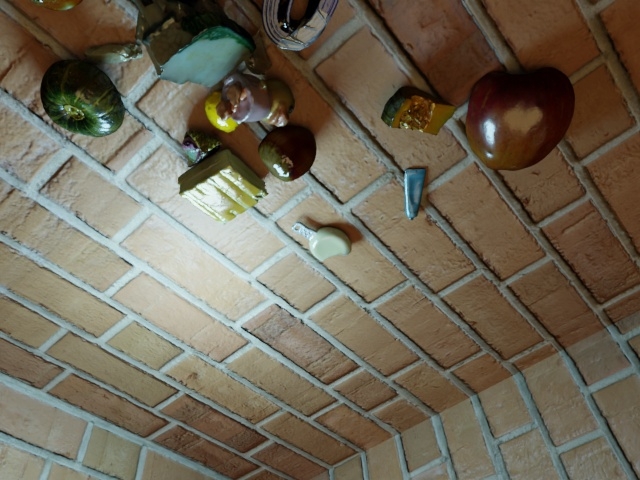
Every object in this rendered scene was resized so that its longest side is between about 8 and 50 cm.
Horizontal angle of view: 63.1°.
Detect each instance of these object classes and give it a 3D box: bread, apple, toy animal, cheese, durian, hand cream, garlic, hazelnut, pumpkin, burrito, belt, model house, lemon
[{"bbox_3d":[-0.350,-0.191,1.912,0.239,0.111,0.246,-27,140,18],"label":"bread"},{"bbox_3d":[0.697,-0.426,1.841,0.329,0.295,0.364,25,130,24],"label":"apple"},{"bbox_3d":[-0.195,-0.451,1.683,0.281,0.168,0.195,1,153,-40],"label":"toy animal"},{"bbox_3d":[0.011,-0.014,2.128,0.163,0.070,0.249,-29,124,17],"label":"cheese"},{"bbox_3d":[-0.418,-0.342,1.815,0.108,0.119,0.187,57,152,-9],"label":"durian"},{"bbox_3d":[0.365,-0.181,2.054,0.083,0.048,0.224,-2,122,-4],"label":"hand cream"},{"bbox_3d":[-0.212,-0.599,1.667,0.084,0.066,0.152,-34,132,-13],"label":"garlic"},{"bbox_3d":[-0.105,-0.312,1.828,0.208,0.208,0.208,-2,128,-3],"label":"hazelnut"},{"bbox_3d":[-0.749,-0.459,1.658,0.261,0.189,0.260,10,145,7],"label":"pumpkin"},{"bbox_3d":[-0.655,-0.589,1.642,0.188,0.045,0.058,-6,121,2],"label":"burrito"},{"bbox_3d":[-0.050,-0.744,1.532,0.213,0.117,0.346,17,123,-16],"label":"belt"},{"bbox_3d":[-0.385,-0.620,1.490,0.243,0.298,0.284,-35,86,18],"label":"model house"},{"bbox_3d":[0.324,-0.450,1.797,0.248,0.126,0.130,5,121,-32],"label":"pumpkin"},{"bbox_3d":[-0.326,-0.432,1.750,0.114,0.114,0.155,-12,131,4],"label":"lemon"}]

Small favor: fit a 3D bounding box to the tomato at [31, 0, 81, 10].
[{"bbox_3d":[-0.747,-0.763,1.376,0.304,0.239,0.303,-3,124,-5],"label":"tomato"}]
